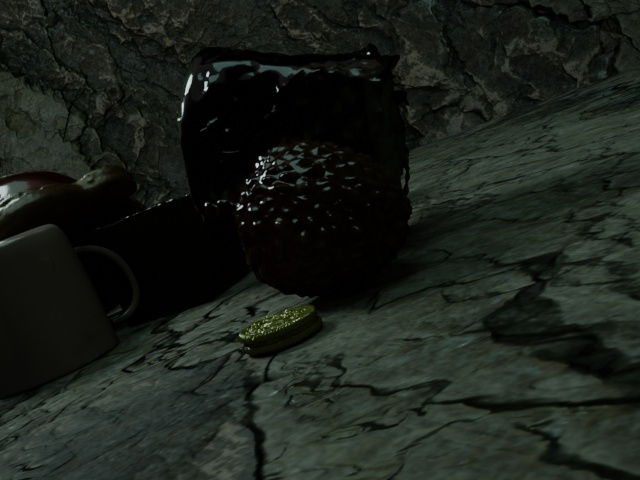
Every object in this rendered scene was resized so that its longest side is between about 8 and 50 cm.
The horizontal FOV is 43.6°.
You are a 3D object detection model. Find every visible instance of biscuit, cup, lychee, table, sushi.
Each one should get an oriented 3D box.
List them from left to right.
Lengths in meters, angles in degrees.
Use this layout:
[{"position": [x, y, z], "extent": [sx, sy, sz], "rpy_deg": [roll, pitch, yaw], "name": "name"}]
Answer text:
[{"position": [-0.394, 0.083, 1.165], "extent": [0.253, 0.200, 0.191], "rpy_deg": [-24, 7, -30], "name": "cup"}, {"position": [-0.441, 0.017, 1.389], "extent": [0.350, 0.070, 0.394], "rpy_deg": [-56, -25, 5], "name": "biscuit"}, {"position": [-0.234, 0.016, 1.336], "extent": [0.172, 0.169, 0.193], "rpy_deg": [-19, 6, 20], "name": "table"}, {"position": [-0.040, 0.087, 0.791], "extent": [0.084, 0.023, 0.084], "rpy_deg": [-21, 7, 3], "name": "biscuit"}, {"position": [-0.027, -0.128, 1.134], "extent": [0.294, 0.299, 0.281], "rpy_deg": [-1, 27, 11], "name": "sushi"}, {"position": [-0.015, -0.024, 0.913], "extent": [0.238, 0.200, 0.200], "rpy_deg": [2, 10, 5], "name": "lychee"}]

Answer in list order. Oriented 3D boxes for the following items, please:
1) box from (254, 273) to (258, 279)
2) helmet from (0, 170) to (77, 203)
[{"position": [0.000, 0.000, 1.320], "extent": [0.129, 0.033, 0.247], "rpy_deg": [-18, 7, 30], "name": "box"}, {"position": [-0.578, 0.063, 1.674], "extent": [0.337, 0.385, 0.230], "rpy_deg": [-39, 44, 12], "name": "helmet"}]
